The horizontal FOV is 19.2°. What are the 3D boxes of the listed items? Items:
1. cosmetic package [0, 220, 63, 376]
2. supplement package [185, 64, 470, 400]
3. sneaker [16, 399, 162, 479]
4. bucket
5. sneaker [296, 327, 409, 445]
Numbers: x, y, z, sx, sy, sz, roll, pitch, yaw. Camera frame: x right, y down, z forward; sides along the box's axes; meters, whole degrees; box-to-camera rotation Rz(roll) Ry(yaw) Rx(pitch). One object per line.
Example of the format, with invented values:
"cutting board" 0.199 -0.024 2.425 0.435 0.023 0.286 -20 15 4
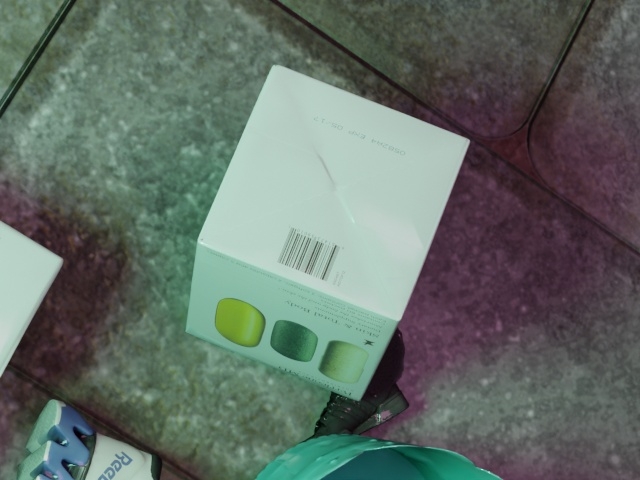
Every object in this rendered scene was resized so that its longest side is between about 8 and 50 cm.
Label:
"cosmetic package" -0.363 0.049 1.742 0.183 0.151 0.151 32 67 -11
"supplement package" 0.000 0.000 1.823 0.199 0.263 0.198 22 68 2
"sneaker" -0.208 0.319 1.753 0.182 0.127 0.316 19 69 -15
"bucket" 0.050 0.315 1.806 0.281 0.183 0.281 0 91 -20
"sneaker" 0.027 0.157 1.939 0.170 0.051 0.089 -25 87 -31
